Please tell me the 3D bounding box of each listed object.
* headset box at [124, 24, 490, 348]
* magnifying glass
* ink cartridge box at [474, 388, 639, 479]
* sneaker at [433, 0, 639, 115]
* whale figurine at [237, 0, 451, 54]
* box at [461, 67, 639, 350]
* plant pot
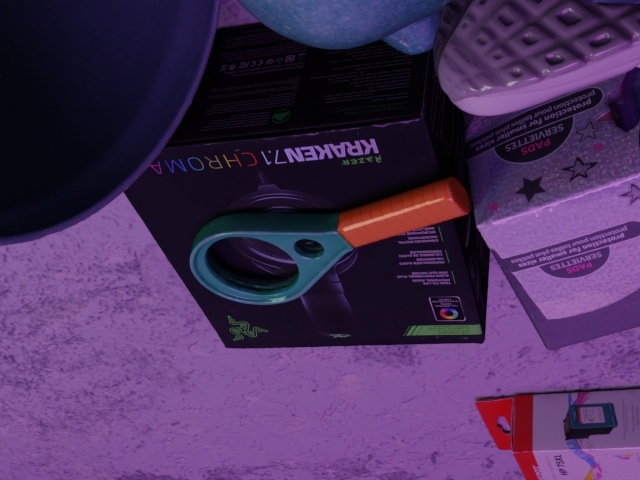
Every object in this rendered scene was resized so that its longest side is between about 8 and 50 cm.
[{"bbox_3d":[0.000,-0.031,0.750,0.246,0.131,0.283,-3,140,18],"label":"headset box"},{"bbox_3d":[0.000,0.000,0.660,0.230,0.026,0.092,-19,133,32],"label":"magnifying glass"},{"bbox_3d":[0.305,0.241,1.060,0.230,0.078,0.134,-8,138,23],"label":"ink cartridge box"},{"bbox_3d":[0.201,-0.140,0.508,0.297,0.111,0.129,-27,148,-4],"label":"sneaker"},{"bbox_3d":[0.066,-0.190,0.522,0.271,0.141,0.216,1,134,-2],"label":"whale figurine"},{"bbox_3d":[0.243,-0.048,0.637,0.247,0.142,0.163,-20,134,20],"label":"box"},{"bbox_3d":[-0.228,-0.167,0.547,0.196,0.293,0.293,23,150,30],"label":"plant pot"}]
